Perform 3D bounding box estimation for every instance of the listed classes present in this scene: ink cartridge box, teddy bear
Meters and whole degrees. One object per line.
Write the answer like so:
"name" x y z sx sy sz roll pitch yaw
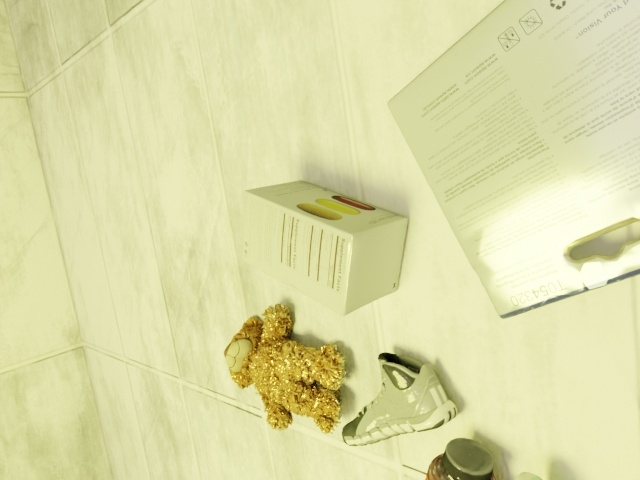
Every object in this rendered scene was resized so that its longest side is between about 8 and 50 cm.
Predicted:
"ink cartridge box" 0.270 -0.112 0.575 0.324 0.072 0.329 -33 81 45
"teddy bear" -0.082 0.260 1.023 0.338 0.113 0.244 32 121 36

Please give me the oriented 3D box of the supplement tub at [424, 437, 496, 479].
"supplement tub" 0.205 0.397 0.768 0.106 0.106 0.197 26 119 39

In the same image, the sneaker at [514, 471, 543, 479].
"sneaker" 0.350 0.401 0.623 0.151 0.094 0.255 -32 88 52

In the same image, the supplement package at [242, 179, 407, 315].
"supplement package" 0.000 0.000 0.837 0.244 0.139 0.133 24 119 39

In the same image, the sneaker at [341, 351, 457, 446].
"sneaker" 0.110 0.258 0.852 0.229 0.086 0.132 -31 74 36
